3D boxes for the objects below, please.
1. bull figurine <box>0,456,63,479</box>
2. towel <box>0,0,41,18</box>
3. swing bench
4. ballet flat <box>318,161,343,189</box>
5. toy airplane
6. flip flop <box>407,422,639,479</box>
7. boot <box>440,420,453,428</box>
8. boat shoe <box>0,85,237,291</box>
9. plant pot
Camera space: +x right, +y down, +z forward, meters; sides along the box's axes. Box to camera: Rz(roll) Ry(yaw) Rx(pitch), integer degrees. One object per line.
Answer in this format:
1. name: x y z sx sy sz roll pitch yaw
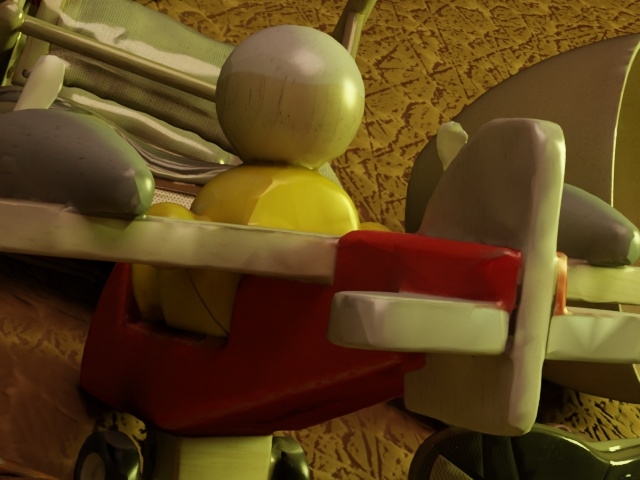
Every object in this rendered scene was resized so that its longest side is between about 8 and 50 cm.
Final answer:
1. bull figurine: -0.190 0.202 0.776 0.188 0.101 0.310 25 28 1
2. towel: -0.278 -0.275 1.339 0.237 0.329 0.037 26 67 -2
3. swing bench: -0.121 -0.116 1.260 0.253 0.254 0.165 20 58 -11
4. ballet flat: -0.046 -0.090 1.442 0.168 0.052 0.057 31 28 9
5. toy airplane: 0.000 0.000 0.925 0.384 0.272 0.386 -8 -17 10
6. flip flop: 0.167 0.167 1.151 0.277 0.112 0.080 1 11 -35
7. boot: 0.091 0.098 1.262 0.087 0.042 0.118 26 28 -15
8. boat shoe: -0.110 0.006 1.183 0.324 0.123 0.116 20 61 -8
9. plant pot: 0.178 -0.014 1.327 0.191 0.284 0.284 -1 17 27
